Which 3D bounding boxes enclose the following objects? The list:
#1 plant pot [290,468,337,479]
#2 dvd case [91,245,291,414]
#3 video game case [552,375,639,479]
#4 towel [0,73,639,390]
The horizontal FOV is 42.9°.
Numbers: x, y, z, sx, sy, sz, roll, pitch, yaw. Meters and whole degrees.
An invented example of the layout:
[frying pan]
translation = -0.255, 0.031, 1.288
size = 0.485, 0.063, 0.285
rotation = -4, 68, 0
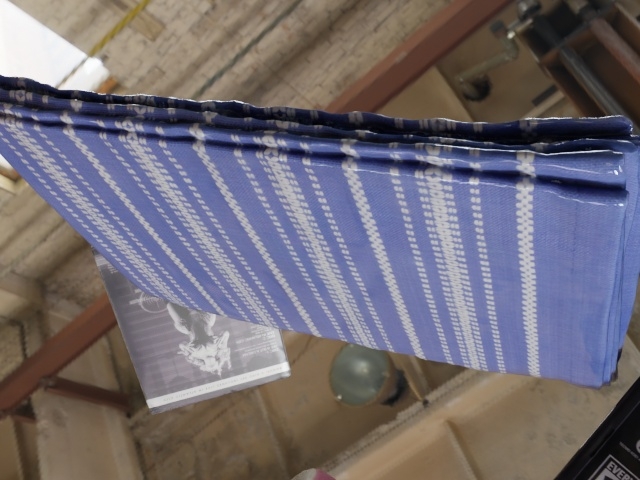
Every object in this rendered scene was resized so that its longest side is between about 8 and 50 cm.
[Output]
[plant pot]
translation = 0.019, 0.153, 0.149
size = 0.180, 0.201, 0.201
rotation = 43, -82, 6
[dvd case]
translation = -0.131, 0.079, 0.873
size = 0.164, 0.221, 0.018
rotation = -15, -150, -6
[video game case]
translation = 0.298, 0.129, 0.402
size = 0.275, 0.035, 0.248
rotation = 40, -70, 24
[towel]
translation = 0.000, 0.000, 0.453
size = 0.335, 0.243, 0.040
rotation = 9, -117, 21
